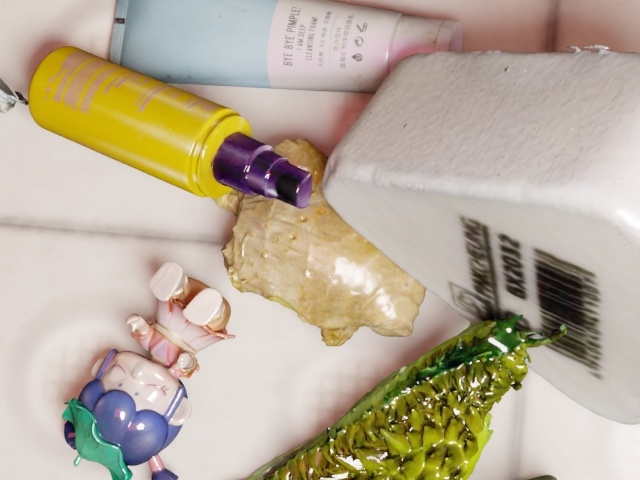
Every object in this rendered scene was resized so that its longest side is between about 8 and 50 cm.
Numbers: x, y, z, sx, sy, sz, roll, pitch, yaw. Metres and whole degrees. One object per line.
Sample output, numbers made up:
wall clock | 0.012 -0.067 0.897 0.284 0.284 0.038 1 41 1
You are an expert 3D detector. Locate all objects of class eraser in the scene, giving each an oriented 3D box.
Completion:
eraser | 0.198 0.003 1.071 0.331 0.331 0.150 31 70 7

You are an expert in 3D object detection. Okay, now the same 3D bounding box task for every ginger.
ginger | 0.000 0.000 1.182 0.216 0.102 0.157 24 85 8

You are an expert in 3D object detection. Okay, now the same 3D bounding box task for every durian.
durian | 0.068 0.161 1.129 0.375 0.132 0.106 -33 92 31

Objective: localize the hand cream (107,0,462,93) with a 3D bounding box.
hand cream | -0.036 -0.171 1.220 0.312 0.070 0.111 10 92 15

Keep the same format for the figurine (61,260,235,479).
figurine | -0.140 0.121 1.200 0.111 0.102 0.195 36 90 19

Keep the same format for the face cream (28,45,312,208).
face cream | -0.121 -0.087 1.166 0.273 0.078 0.078 23 92 27

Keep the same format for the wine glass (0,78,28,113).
wine glass | -0.366 -0.086 1.224 0.204 0.111 0.111 -44 84 3

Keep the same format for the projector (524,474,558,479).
projector | 0.075 0.269 1.120 0.269 0.193 0.088 -20 86 6
